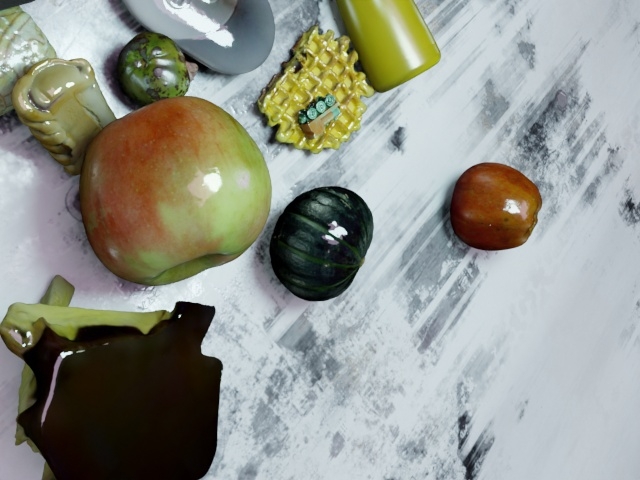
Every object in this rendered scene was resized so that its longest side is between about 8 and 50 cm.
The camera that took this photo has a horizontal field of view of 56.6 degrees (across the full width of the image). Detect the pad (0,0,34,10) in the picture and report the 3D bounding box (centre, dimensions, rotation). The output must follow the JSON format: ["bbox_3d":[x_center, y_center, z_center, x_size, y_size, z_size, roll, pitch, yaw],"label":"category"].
[{"bbox_3d":[-0.545,-0.364,0.894,0.212,0.142,0.003,-22,145,-14],"label":"pad"}]

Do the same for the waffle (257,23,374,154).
[{"bbox_3d":[-0.012,-0.333,1.314,0.310,0.065,0.282,-13,97,-37],"label":"waffle"}]

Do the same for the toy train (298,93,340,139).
[{"bbox_3d":[0.000,-0.266,1.259,0.103,0.044,0.064,-42,116,-25],"label":"toy train"}]

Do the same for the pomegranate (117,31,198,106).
[{"bbox_3d":[-0.286,-0.314,1.088,0.163,0.126,0.138,-25,89,-34],"label":"pomegranate"}]

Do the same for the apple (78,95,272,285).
[{"bbox_3d":[-0.245,-0.085,0.998,0.319,0.319,0.276,-16,80,-34],"label":"apple"}]

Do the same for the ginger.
[{"bbox_3d":[-0.347,0.254,0.995,0.358,0.211,0.412,-30,113,-45],"label":"ginger"}]

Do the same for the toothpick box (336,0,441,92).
[{"bbox_3d":[0.146,-0.496,1.366,0.175,0.175,0.271,-37,105,-30],"label":"toothpick box"}]

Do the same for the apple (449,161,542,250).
[{"bbox_3d":[0.439,-0.078,1.511,0.234,0.234,0.233,2,86,-34],"label":"apple"}]

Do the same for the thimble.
[{"bbox_3d":[-0.518,-0.294,0.925,0.190,0.137,0.143,44,65,2],"label":"thimble"}]

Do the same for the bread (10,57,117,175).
[{"bbox_3d":[-0.406,-0.202,0.956,0.081,0.225,0.134,33,70,14],"label":"bread"}]

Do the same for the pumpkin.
[{"bbox_3d":[0.000,0.000,1.229,0.250,0.216,0.249,-32,137,-36],"label":"pumpkin"}]

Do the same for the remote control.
[{"bbox_3d":[-0.231,-0.460,1.148,0.332,0.104,0.220,27,72,-32],"label":"remote control"}]
